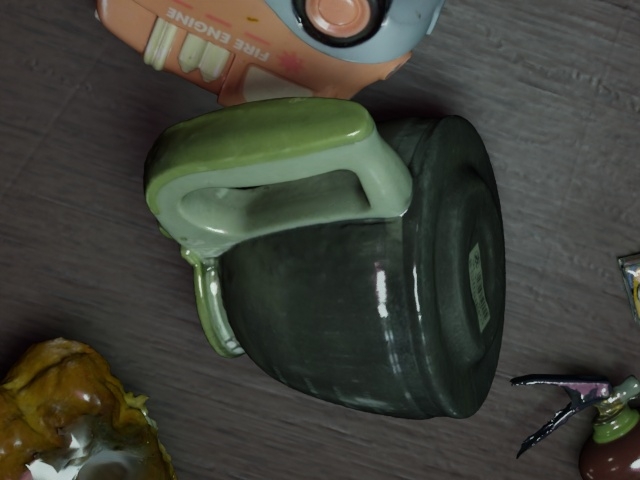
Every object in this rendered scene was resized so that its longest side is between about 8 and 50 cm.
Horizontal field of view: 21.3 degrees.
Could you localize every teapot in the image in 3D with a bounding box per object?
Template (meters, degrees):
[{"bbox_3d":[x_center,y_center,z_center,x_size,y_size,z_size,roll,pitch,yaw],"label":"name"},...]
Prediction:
[{"bbox_3d":[0.002,0.023,1.329,0.239,0.321,0.239,-3,88,20],"label":"teapot"}]

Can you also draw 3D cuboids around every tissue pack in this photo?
[{"bbox_3d":[0.305,0.035,1.467,0.083,0.035,0.063,-18,104,3],"label":"tissue pack"}]

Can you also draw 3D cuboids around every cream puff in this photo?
[{"bbox_3d":[-0.220,0.212,1.410,0.241,0.155,0.269,4,96,-38],"label":"cream puff"}]

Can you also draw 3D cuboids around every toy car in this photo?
[{"bbox_3d":[-0.047,-0.198,1.333,0.270,0.180,0.212,24,132,-4],"label":"toy car"}]

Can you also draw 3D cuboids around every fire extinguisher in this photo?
[{"bbox_3d":[0.285,0.240,1.474,0.138,0.102,0.344,-33,101,7],"label":"fire extinguisher"}]
